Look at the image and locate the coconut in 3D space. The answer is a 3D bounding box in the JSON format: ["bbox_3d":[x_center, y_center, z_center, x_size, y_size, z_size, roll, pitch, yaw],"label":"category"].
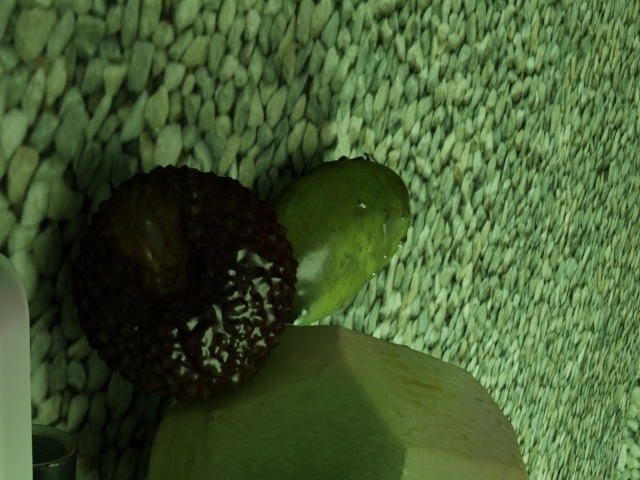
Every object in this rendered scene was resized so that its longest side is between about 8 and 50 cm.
[{"bbox_3d":[0.000,0.233,1.129,0.352,0.352,0.353,-38,136,-51],"label":"coconut"}]

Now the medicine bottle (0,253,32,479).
[{"bbox_3d":[-0.243,0.068,0.838,0.078,0.115,0.219,-27,126,-55],"label":"medicine bottle"}]

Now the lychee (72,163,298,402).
[{"bbox_3d":[-0.103,0.035,1.036,0.188,0.188,0.188,-38,136,-51],"label":"lychee"}]

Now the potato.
[{"bbox_3d":[0.000,0.000,1.296,0.251,0.113,0.149,-36,142,-41],"label":"potato"}]

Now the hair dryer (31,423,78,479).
[{"bbox_3d":[-0.278,0.233,0.932,0.255,0.070,0.128,-22,123,-50],"label":"hair dryer"}]
